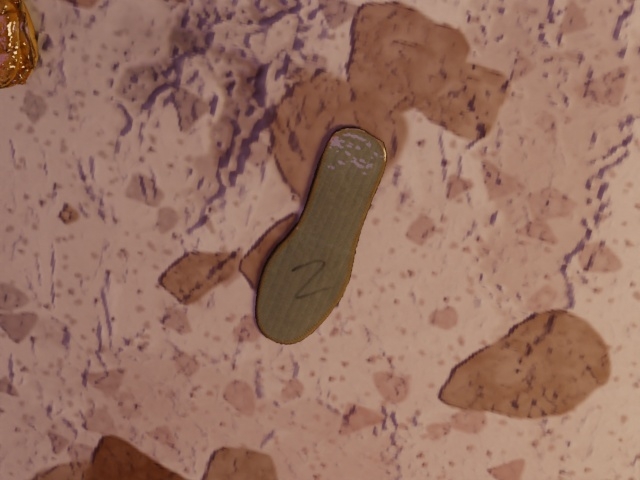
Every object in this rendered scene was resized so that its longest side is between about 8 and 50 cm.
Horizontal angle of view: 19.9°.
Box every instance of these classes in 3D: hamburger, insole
[{"bbox_3d":[-0.242,-0.147,1.312,0.076,0.044,0.083,3,111,12],"label":"hamburger"},{"bbox_3d":[0.000,0.000,1.347,0.064,0.004,0.188,23,115,0],"label":"insole"}]
